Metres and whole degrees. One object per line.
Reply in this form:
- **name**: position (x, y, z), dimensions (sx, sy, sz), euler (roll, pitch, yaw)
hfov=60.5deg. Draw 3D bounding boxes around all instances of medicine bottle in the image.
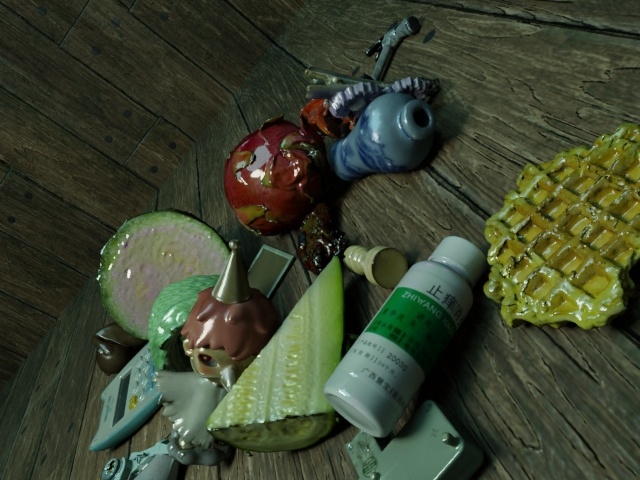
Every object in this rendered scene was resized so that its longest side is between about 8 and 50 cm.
- **medicine bottle**: position (0.111, 0.107, 0.668), dimensions (0.260, 0.095, 0.095), euler (-51, 23, -25)

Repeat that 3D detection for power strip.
- **power strip**: position (0.070, 0.270, 0.625), dimensions (0.215, 0.061, 0.145), euler (-51, 23, 5)

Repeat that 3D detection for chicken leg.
- **chicken leg**: position (0.000, 0.000, 1.053), dimensions (0.105, 0.063, 0.234), euler (-42, 27, 9)

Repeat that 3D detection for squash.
- **squash**: position (-0.049, 0.177, 0.863), dimensions (0.203, 0.111, 0.288), euler (-11, 44, 10)
- **squash**: position (-0.375, 0.080, 1.373), dimensions (0.310, 0.310, 0.309), euler (-58, 11, -8)

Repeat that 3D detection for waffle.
- **waffle**: position (0.296, -0.018, 0.601), dimensions (0.291, 0.051, 0.291), euler (-38, 31, 27)

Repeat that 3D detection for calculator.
- **calculator**: position (-0.427, 0.340, 1.368), dimensions (0.386, 0.054, 0.256), euler (-46, 27, 13)

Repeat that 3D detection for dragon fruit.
- **dragon fruit**: position (-0.098, -0.135, 1.194), dimensions (0.250, 0.250, 0.315), euler (-56, 4, -4)

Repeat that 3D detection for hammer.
- **hammer**: position (0.119, -0.352, 1.296), dimensions (0.152, 0.044, 0.426), euler (-16, 46, 52)

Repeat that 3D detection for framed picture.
- **framed picture**: position (-0.130, 0.082, 1.228), dimensions (0.142, 0.011, 0.183), euler (-58, 26, -8)

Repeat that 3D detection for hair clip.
- **hair clip**: position (0.102, -0.281, 1.035), dimensions (0.106, 0.292, 0.084), euler (131, 131, -61)

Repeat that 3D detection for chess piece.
- **chess piece**: position (0.081, 0.035, 0.879), dimensions (0.066, 0.066, 0.122), euler (-58, 23, -7)

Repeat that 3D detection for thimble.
- **thimble**: position (-0.211, 0.177, 1.038), dimensions (0.219, 0.219, 0.150), euler (-52, 28, 4)

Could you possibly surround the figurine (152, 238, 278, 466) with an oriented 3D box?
- **figurine**: position (-0.148, 0.184, 0.876), dimensions (0.166, 0.207, 0.386), euler (-118, 44, -63)

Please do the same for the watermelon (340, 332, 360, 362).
- **watermelon**: position (0.074, 0.162, 0.750), dimensions (0.094, 0.125, 0.135), euler (-15, 17, 10)

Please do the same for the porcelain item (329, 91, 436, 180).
- **porcelain item**: position (0.112, -0.184, 1.018), dimensions (0.259, 0.141, 0.141), euler (-17, 44, 64)

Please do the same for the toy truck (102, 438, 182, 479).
- **toy truck**: position (-0.333, 0.490, 0.985), dimensions (0.140, 0.108, 0.256), euler (-21, 37, 28)

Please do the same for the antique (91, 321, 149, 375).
- **antique**: position (-0.552, 0.277, 1.582), dimensions (0.257, 0.121, 0.143), euler (-47, 35, 0)

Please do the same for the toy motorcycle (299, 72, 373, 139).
- **toy motorcycle**: position (0.032, -0.293, 1.218), dimensions (0.171, 0.089, 0.298), euler (-46, 16, 1)
